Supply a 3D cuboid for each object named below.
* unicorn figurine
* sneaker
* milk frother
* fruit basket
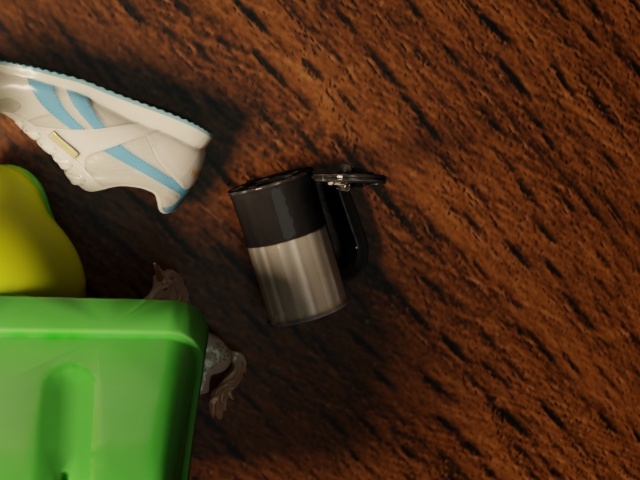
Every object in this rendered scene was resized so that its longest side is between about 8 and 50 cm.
[{"bbox_3d":[-0.138,0.096,0.876,0.162,0.060,0.111,37,89,-32],"label":"unicorn figurine"},{"bbox_3d":[-0.214,-0.097,0.808,0.229,0.087,0.092,20,96,-13],"label":"sneaker"},{"bbox_3d":[0.000,0.000,0.842,0.129,0.143,0.134,-20,101,-17],"label":"milk frother"},{"bbox_3d":[-0.280,0.117,0.725,0.392,0.392,0.282,3,120,-13],"label":"fruit basket"}]
